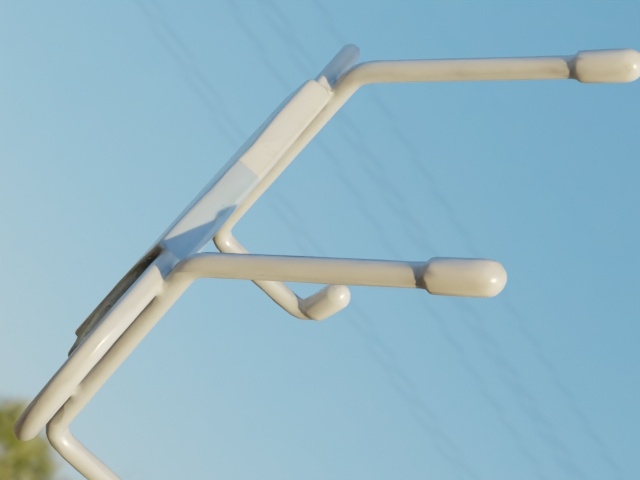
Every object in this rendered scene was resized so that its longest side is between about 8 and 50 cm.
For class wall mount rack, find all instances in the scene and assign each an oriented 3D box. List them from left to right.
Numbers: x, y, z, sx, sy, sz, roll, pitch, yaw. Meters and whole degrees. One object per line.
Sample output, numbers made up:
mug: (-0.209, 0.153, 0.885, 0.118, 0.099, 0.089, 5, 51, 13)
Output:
wall mount rack: (0.000, 0.000, 1.015, 0.130, 0.350, 0.304, 42, -47, -4)
